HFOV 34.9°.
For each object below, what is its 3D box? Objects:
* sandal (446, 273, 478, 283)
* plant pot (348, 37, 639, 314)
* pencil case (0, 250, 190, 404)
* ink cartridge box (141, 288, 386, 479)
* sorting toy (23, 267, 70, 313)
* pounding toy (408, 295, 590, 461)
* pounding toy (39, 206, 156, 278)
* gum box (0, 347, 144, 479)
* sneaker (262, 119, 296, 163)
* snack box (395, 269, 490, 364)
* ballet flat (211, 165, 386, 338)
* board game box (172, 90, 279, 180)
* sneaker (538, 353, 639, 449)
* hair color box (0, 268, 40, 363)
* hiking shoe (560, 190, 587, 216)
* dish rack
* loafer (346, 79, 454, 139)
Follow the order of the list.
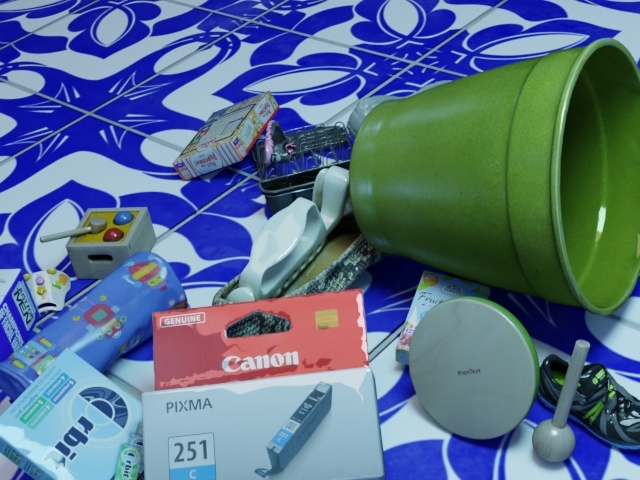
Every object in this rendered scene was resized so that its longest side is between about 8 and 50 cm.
[{"bbox_3d":[0.190,0.098,1.486,0.067,0.040,0.179,7,39,22],"label":"sandal"},{"bbox_3d":[0.244,-0.090,1.451,0.353,0.366,0.366,3,36,35],"label":"plant pot"},{"bbox_3d":[-0.329,0.142,1.486,0.119,0.133,0.306,43,54,7],"label":"pencil case"},{"bbox_3d":[-0.078,0.191,1.301,0.296,0.066,0.261,-7,69,4],"label":"ink cartridge box"},{"bbox_3d":[-0.451,0.090,1.663,0.083,0.045,0.075,-15,55,-6],"label":"sorting toy"},{"bbox_3d":[0.240,0.163,1.310,0.237,0.182,0.110,19,19,34],"label":"pounding toy"},{"bbox_3d":[-0.370,-0.002,1.707,0.141,0.100,0.130,-1,36,13],"label":"pounding toy"},{"bbox_3d":[-0.308,0.252,1.315,0.184,0.041,0.157,37,47,1],"label":"gum box"},{"bbox_3d":[-0.071,-0.171,1.804,0.057,0.047,0.119,4,38,-3],"label":"sneaker"},{"bbox_3d":[0.172,0.117,1.430,0.100,0.037,0.141,15,55,14],"label":"snack box"},{"bbox_3d":[0.000,0.000,1.547,0.164,0.182,0.483,14,42,31],"label":"ballet flat"},{"bbox_3d":[-0.178,-0.201,1.937,0.147,0.045,0.193,-16,29,34],"label":"board game box"},{"bbox_3d":[0.352,0.199,1.277,0.188,0.078,0.067,24,48,37],"label":"sneaker"},{"bbox_3d":[-0.567,0.186,1.494,0.185,0.110,0.338,-3,38,13],"label":"hair color box"},{"bbox_3d":[0.438,-0.058,1.602,0.304,0.113,0.132,-6,46,19],"label":"hiking shoe"},{"bbox_3d":[-0.023,-0.149,1.849,0.208,0.074,0.271,-13,36,-6],"label":"dish rack"},{"bbox_3d":[0.187,-0.213,1.840,0.319,0.112,0.111,-19,60,-38],"label":"loafer"}]
